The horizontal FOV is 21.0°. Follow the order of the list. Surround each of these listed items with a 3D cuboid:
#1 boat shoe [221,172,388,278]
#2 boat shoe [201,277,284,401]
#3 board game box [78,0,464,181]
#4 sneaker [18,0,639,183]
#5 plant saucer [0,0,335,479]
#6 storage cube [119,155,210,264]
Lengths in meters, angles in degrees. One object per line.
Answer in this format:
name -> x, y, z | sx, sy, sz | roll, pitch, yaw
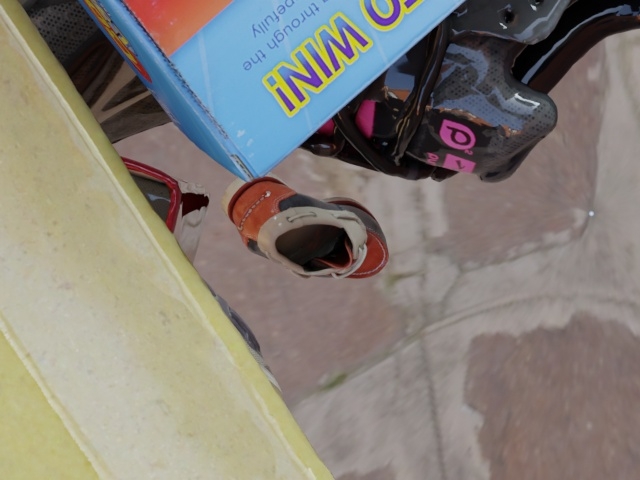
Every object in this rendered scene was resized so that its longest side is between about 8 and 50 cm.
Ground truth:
boat shoe -> 0.000, 0.000, 0.924 | 0.049, 0.137, 0.043 | -52, 56, 9
boat shoe -> -0.140, 0.061, 1.449 | 0.103, 0.092, 0.285 | -41, 119, 13
board game box -> -0.006, -0.233, 0.545 | 0.308, 0.086, 0.302 | -41, 118, -7
sneaker -> 0.026, -0.118, 0.912 | 0.483, 0.185, 0.202 | -18, 78, 1
plant saucer -> -0.191, 0.059, 0.520 | 0.333, 0.333, 0.081 | 57, 140, 0
storage cube -> -0.162, 0.038, 0.756 | 0.184, 0.193, 0.215 | 16, 90, 0
